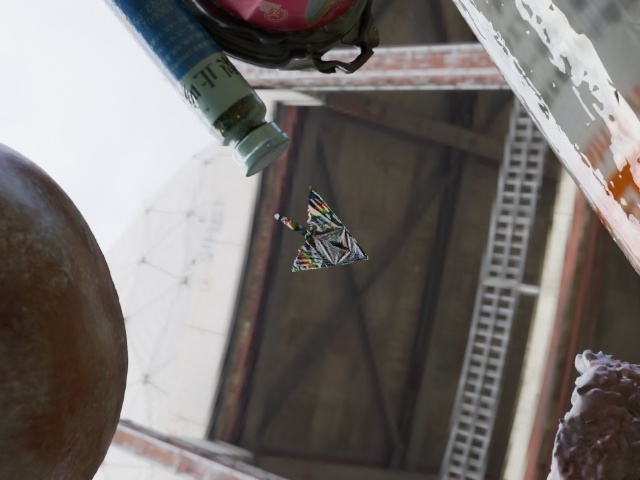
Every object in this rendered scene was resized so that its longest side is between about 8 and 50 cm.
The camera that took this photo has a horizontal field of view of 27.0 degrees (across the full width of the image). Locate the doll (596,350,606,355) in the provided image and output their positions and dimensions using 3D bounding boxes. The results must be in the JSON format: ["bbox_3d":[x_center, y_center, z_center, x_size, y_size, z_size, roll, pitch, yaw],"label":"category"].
[{"bbox_3d":[0.378,0.227,1.728,0.120,0.075,0.180,58,-148,-11],"label":"doll"}]

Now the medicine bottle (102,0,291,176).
[{"bbox_3d":[-0.098,-0.136,1.040,0.051,0.051,0.191,-35,-99,-30],"label":"medicine bottle"}]

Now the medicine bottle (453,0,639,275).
[{"bbox_3d":[0.206,-0.065,0.562,0.211,0.211,0.371,-18,-111,-35],"label":"medicine bottle"}]

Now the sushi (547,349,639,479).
[{"bbox_3d":[0.275,0.227,1.286,0.161,0.107,0.241,-59,-24,-44],"label":"sushi"}]

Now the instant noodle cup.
[{"bbox_3d":[-0.024,-0.304,1.181,0.302,0.181,0.258,38,-122,-11],"label":"instant noodle cup"}]

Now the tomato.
[{"bbox_3d":[-0.283,0.074,0.881,0.316,0.282,0.317,2,-77,7],"label":"tomato"}]

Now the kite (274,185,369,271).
[{"bbox_3d":[0.000,0.000,1.155,0.090,0.122,0.004,26,-127,3],"label":"kite"}]
